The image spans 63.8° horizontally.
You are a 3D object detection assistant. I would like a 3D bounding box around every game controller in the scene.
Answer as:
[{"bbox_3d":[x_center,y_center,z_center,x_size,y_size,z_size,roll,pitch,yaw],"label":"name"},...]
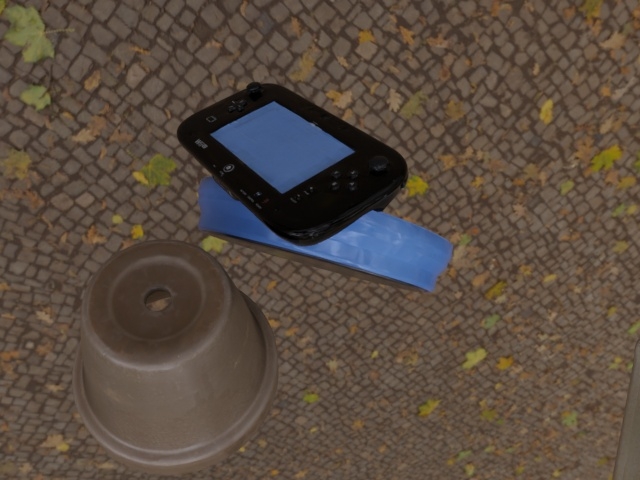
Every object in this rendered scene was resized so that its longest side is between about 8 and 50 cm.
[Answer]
[{"bbox_3d":[-0.048,-0.106,0.615,0.166,0.319,0.067,-26,133,-25],"label":"game controller"}]

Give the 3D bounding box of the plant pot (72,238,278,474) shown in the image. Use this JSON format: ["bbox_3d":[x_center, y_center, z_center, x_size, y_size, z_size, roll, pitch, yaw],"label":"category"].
[{"bbox_3d":[-0.176,0.122,0.612,0.262,0.263,0.229,-7,149,-12],"label":"plant pot"}]

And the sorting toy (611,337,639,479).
[{"bbox_3d":[0.278,0.168,0.310,0.038,0.192,0.209,28,73,-35],"label":"sorting toy"}]

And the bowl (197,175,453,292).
[{"bbox_3d":[0.000,0.000,0.785,0.390,0.391,0.077,17,85,-27],"label":"bowl"}]
